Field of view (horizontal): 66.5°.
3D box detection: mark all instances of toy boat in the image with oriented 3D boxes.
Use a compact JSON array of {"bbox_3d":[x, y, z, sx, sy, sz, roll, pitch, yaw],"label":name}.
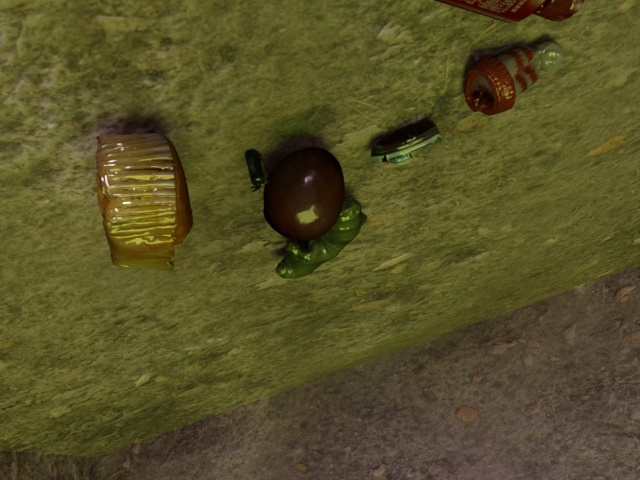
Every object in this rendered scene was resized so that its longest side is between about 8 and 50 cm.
[{"bbox_3d":[0.161,-0.178,0.931,0.140,0.059,0.066,-20,133,9],"label":"toy boat"}]

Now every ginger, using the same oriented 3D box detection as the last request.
[{"bbox_3d":[-0.002,0.004,1.129,0.137,0.089,0.290,25,132,-39],"label":"ginger"}]

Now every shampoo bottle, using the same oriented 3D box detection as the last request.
[{"bbox_3d":[0.224,-0.360,0.644,0.315,0.076,0.118,0,141,-28],"label":"shampoo bottle"}]

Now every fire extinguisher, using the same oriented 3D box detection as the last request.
[{"bbox_3d":[-0.111,-0.122,0.861,0.038,0.083,0.025,-14,150,-3],"label":"fire extinguisher"}]

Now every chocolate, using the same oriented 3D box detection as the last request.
[{"bbox_3d":[-0.021,-0.089,0.893,0.177,0.176,0.176,-13,150,-8],"label":"chocolate"}]

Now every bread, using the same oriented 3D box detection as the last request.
[{"bbox_3d":[-0.283,-0.059,0.786,0.133,0.178,0.250,-9,150,-23],"label":"bread"}]

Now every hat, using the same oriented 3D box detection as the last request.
[{"bbox_3d":[0.336,-0.290,0.834,0.162,0.093,0.112,-35,160,-5],"label":"hat"}]
